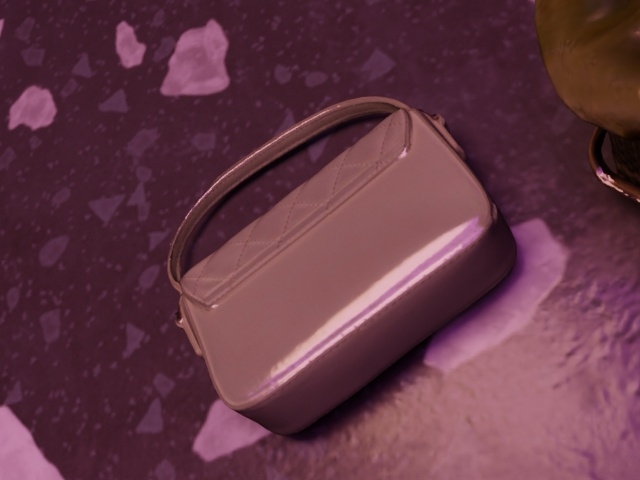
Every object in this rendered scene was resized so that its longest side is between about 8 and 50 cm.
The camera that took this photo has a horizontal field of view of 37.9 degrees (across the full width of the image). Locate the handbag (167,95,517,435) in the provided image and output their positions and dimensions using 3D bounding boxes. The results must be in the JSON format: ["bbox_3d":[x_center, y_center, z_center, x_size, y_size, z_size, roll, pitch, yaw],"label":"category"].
[{"bbox_3d":[0.000,0.000,0.701,0.256,0.079,0.219,-37,51,6],"label":"handbag"}]

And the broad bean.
[{"bbox_3d":[0.196,-0.130,0.518,0.153,0.072,0.206,-31,51,7],"label":"broad bean"}]

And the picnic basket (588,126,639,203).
[{"bbox_3d":[0.303,-0.121,0.581,0.165,0.139,0.266,36,88,29],"label":"picnic basket"}]
